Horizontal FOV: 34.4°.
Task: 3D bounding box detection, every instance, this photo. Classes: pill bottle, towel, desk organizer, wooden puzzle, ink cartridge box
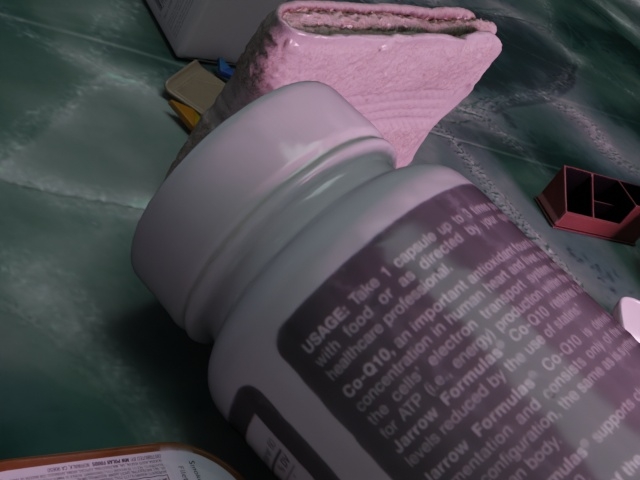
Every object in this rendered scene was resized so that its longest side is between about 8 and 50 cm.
[{"bbox_3d":[0.067,0.087,0.598,0.361,0.204,0.204,46,35,16],"label":"pill bottle"},{"bbox_3d":[0.021,-0.104,0.818,0.282,0.187,0.049,-12,59,-47],"label":"towel"},{"bbox_3d":[0.297,-0.037,1.099,0.130,0.050,0.047,10,40,-33],"label":"desk organizer"},{"bbox_3d":[-0.095,-0.121,0.894,0.078,0.014,0.116,43,34,4],"label":"wooden puzzle"},{"bbox_3d":[-0.107,-0.293,0.966,0.092,0.159,0.218,0,47,-40],"label":"ink cartridge box"}]

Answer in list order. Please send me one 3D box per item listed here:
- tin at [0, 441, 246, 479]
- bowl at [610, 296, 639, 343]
[{"bbox_3d":[-0.106,0.155,0.514,0.189,0.040,0.106,2,50,-40],"label":"tin"},{"bbox_3d":[0.306,0.128,0.896,0.142,0.053,0.142,27,34,-11],"label":"bowl"}]
